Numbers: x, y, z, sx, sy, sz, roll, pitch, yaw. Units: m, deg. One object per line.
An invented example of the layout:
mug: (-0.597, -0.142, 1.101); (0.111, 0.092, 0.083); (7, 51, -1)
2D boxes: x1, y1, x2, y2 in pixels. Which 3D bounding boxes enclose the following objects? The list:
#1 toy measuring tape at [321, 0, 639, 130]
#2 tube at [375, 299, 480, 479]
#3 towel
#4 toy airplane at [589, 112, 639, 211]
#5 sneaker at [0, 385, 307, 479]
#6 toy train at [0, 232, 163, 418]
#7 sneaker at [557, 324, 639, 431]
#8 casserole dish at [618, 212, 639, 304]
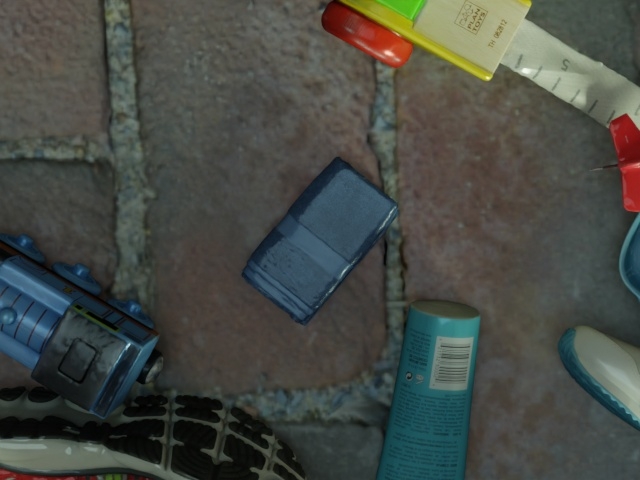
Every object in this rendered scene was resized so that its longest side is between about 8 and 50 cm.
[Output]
toy measuring tape: (0.105, -0.156, 0.943); (0.330, 0.121, 0.121); (26, 97, -20)
tube: (0.079, 0.149, 0.983); (0.080, 0.052, 0.207); (10, 101, 10)
towel: (0.000, 0.000, 0.985); (0.067, 0.029, 0.119); (40, 98, 1)
toy airplane: (0.264, -0.065, 0.917); (0.151, 0.028, 0.151); (1, 96, 6)
sneaker: (-0.146, 0.184, 0.996); (0.279, 0.107, 0.118); (8, 114, 8)
toy train: (-0.202, 0.056, 0.972); (0.184, 0.105, 0.080); (31, 97, 2)
sneaker: (0.277, 0.112, 0.945); (0.228, 0.087, 0.092); (28, 90, -4)
casserole dish: (0.293, -0.019, 0.950); (0.114, 0.037, 0.188); (30, 98, 2)
